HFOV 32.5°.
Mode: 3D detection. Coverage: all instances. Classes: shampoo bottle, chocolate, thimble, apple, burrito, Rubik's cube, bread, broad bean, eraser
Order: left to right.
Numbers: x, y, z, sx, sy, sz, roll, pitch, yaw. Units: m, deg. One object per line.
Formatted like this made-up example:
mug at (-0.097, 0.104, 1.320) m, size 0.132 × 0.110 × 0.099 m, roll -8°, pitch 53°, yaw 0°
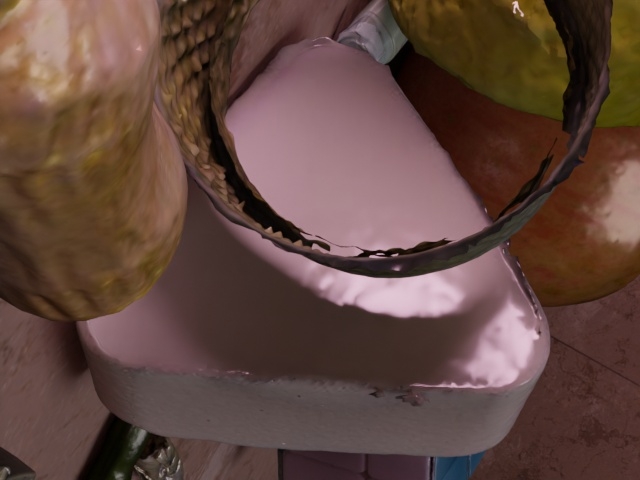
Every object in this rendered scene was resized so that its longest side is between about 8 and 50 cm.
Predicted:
chocolate at (-0.130, -0.057, 0.475) m, size 0.134 × 0.134 × 0.309 m, roll -55°, pitch 169°, yaw -21°
broad bean at (-0.197, 0.239, 0.983) m, size 0.060 × 0.043 × 0.298 m, roll -51°, pitch 165°, yaw -68°
burrito at (-0.159, 0.225, 1.093) m, size 0.185 × 0.041 × 0.045 m, roll 89°, pitch 24°, yaw -67°
eraser at (0.000, 0.000, 0.852) m, size 0.331 × 0.331 × 0.150 m, roll -54°, pitch 166°, yaw -25°
thimble at (0.039, -0.106, 0.673) m, size 0.271 × 0.270 × 0.150 m, roll -60°, pitch 169°, yaw -2°
Rubik's cube at (0.087, 0.207, 1.422) m, size 0.231 × 0.221 × 0.225 m, roll -43°, pitch 138°, yaw -50°
shampoo bottle at (0.083, -0.224, 1.028) m, size 0.212 × 0.049 × 0.072 m, roll -50°, pitch 172°, yaw -34°
apple at (0.231, -0.099, 1.187) m, size 0.364 × 0.363 × 0.364 m, roll -54°, pitch 165°, yaw -23°
bread at (0.220, -0.269, 0.863) m, size 0.348 × 0.348 × 0.308 m, roll -45°, pitch 167°, yaw -47°

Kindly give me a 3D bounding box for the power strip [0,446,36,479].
power strip at (-0.256, 0.213, 0.731) m, size 0.175 × 0.042 × 0.075 m, roll -60°, pitch 166°, yaw 4°
